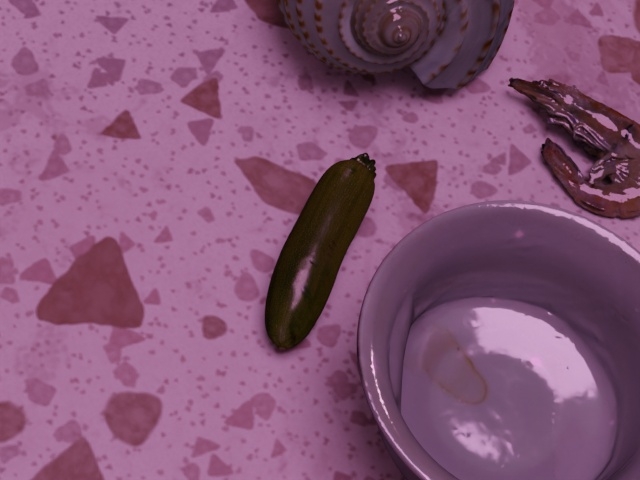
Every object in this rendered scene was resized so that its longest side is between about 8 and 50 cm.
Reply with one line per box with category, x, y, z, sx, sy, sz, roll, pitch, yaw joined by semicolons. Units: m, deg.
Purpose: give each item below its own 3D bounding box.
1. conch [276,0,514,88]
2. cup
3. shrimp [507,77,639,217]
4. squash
conch;0.098;-0.334;1.779;0.303;0.215;0.319;10;61;-19
cup;0.191;0.147;1.560;0.347;0.163;0.347;5;62;-9
shrimp;0.300;-0.109;1.793;0.223;0.047;0.126;34;71;6
squash;0.000;0.000;1.653;0.069;0.069;0.258;23;60;1
